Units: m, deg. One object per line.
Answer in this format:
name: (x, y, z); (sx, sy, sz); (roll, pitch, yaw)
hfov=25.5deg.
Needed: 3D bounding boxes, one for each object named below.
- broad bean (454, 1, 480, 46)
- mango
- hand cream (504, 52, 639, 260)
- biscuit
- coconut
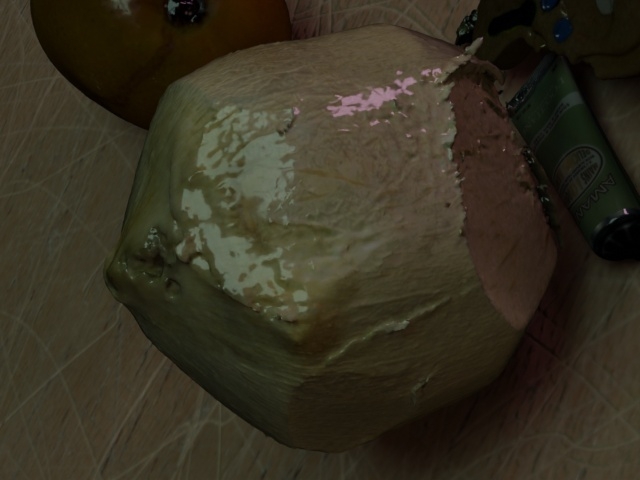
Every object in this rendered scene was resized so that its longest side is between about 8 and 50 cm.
broad bean: (0.249, -0.209, 1.309); (0.318, 0.056, 0.098); (-6, 84, 47)
mango: (-0.188, -0.235, 1.551); (0.378, 0.264, 0.221); (8, 65, 59)
hand cream: (0.227, -0.071, 1.252); (0.086, 0.055, 0.235); (-53, 41, 33)
biscuit: (0.236, -0.222, 1.223); (0.320, 0.047, 0.183); (-10, 76, 58)
coconut: (0.000, 0.000, 1.180); (0.360, 0.346, 0.346); (-22, 44, -18)
